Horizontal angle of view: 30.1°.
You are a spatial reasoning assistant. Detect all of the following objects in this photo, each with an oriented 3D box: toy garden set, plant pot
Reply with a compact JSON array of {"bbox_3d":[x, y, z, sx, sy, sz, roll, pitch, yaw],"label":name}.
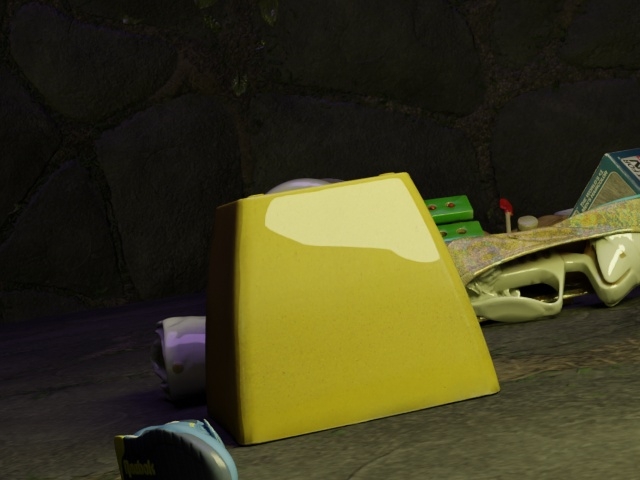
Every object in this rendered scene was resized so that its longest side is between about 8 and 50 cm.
[{"bbox_3d":[0.215,0.023,1.561,0.203,0.049,0.244,-7,34,-5],"label":"toy garden set"},{"bbox_3d":[0.005,0.047,1.009,0.212,0.187,0.212,-10,0,-13],"label":"plant pot"}]

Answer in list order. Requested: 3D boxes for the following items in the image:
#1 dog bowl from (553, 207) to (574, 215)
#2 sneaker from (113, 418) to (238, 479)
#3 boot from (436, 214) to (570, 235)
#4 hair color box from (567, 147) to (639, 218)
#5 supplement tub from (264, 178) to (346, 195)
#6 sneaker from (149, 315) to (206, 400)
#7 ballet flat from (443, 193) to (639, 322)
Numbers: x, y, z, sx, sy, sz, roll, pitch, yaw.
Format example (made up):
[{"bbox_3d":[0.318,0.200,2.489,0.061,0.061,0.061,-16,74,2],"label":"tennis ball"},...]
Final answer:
[{"bbox_3d":[0.526,-0.017,1.970,0.265,0.104,0.265,-10,1,0],"label":"dog bowl"},{"bbox_3d":[-0.080,0.135,0.733,0.059,0.053,0.144,-8,1,-29],"label":"sneaker"},{"bbox_3d":[0.275,0.005,1.760,0.236,0.089,0.269,32,30,28],"label":"boot"},{"bbox_3d":[0.521,-0.050,1.697,0.347,0.105,0.174,-10,-40,-31],"label":"hair color box"},{"bbox_3d":[0.000,0.000,2.287,0.241,0.241,0.331,-10,1,11],"label":"supplement tub"},{"bbox_3d":[-0.099,0.101,1.286,0.169,0.108,0.292,-7,2,1],"label":"sneaker"},{"bbox_3d":[0.292,0.034,1.398,0.348,0.123,0.123,-11,1,0],"label":"ballet flat"}]
